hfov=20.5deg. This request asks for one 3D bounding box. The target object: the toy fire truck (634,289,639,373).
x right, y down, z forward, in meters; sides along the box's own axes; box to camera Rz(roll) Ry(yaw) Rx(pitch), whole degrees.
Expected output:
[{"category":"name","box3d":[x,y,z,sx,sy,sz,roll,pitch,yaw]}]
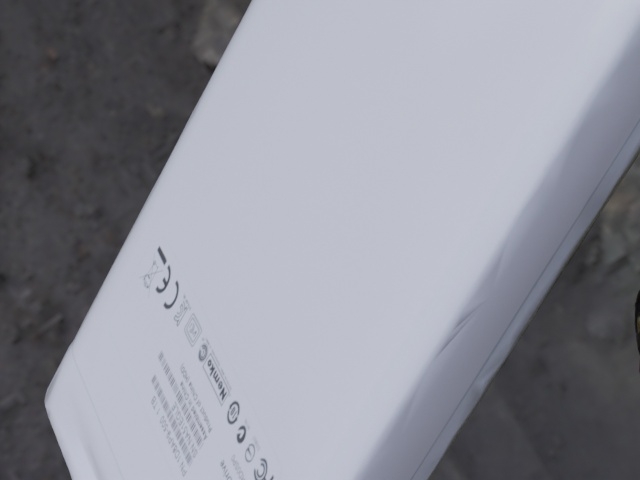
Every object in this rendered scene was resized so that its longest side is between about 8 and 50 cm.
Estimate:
[{"category":"toy fire truck","box3d":[0.225,0.161,0.952,0.217,0.158,0.246,61,32,-34]}]

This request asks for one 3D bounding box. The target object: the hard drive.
[{"category":"hard drive","box3d":[0.000,0.000,0.727,0.047,0.353,0.233,15,27,-32]}]
